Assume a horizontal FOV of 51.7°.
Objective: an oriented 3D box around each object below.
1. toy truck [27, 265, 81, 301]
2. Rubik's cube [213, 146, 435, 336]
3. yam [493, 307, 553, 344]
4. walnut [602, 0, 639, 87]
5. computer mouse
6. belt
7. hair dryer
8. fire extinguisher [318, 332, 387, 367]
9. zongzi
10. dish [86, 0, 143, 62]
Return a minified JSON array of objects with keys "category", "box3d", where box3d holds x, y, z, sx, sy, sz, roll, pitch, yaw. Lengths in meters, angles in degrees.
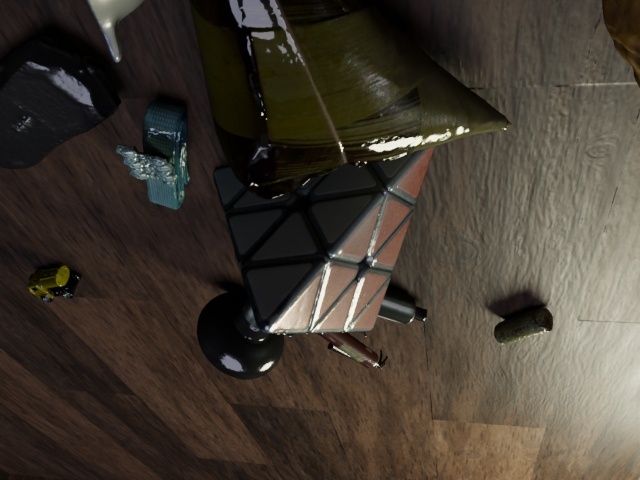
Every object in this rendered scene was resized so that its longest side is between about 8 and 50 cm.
[{"category":"toy truck","box3d":[-0.481,0.076,1.186,0.083,0.049,0.054,-11,140,26]},{"category":"Rubik's cube","box3d":[0.001,0.002,0.813,0.228,0.233,0.229,1,170,-21]},{"category":"yam","box3d":[0.331,0.140,1.075,0.043,0.043,0.094,28,143,-25]},{"category":"walnut","box3d":[0.313,-0.178,0.481,0.213,0.213,0.213,7,146,5]},{"category":"computer mouse","box3d":[-0.338,-0.161,0.784,0.217,0.073,0.122,-22,137,29]},{"category":"belt","box3d":[-0.200,-0.089,0.834,0.065,0.100,0.179,14,148,1]},{"category":"hair dryer","box3d":[0.000,0.130,1.058,0.284,0.156,0.320,37,130,-18]},{"category":"fire extinguisher","box3d":[0.046,0.173,1.052,0.049,0.035,0.173,-38,130,16]},{"category":"zongzi","box3d":[0.046,-0.197,0.604,0.317,0.154,0.289,-9,142,-6]},{"category":"dish","box3d":[-0.159,-0.262,0.504,0.086,0.228,0.236,-19,-176,-9]}]
